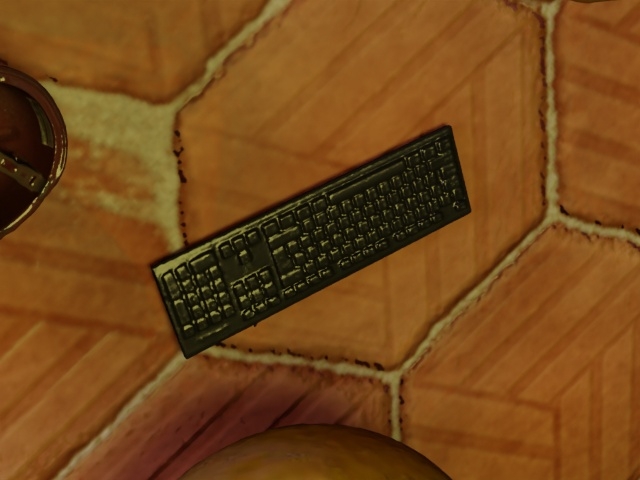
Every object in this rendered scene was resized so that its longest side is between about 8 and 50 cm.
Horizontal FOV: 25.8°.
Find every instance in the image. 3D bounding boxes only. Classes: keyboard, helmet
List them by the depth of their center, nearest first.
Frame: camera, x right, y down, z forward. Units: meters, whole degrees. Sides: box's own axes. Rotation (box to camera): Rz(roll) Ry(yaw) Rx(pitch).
[{"bbox_3d":[-0.183,-0.044,0.668,0.111,0.057,0.089,-32,127,-20],"label":"helmet"},{"bbox_3d":[0.000,0.000,0.822,0.202,0.011,0.067,-26,121,-18],"label":"keyboard"}]

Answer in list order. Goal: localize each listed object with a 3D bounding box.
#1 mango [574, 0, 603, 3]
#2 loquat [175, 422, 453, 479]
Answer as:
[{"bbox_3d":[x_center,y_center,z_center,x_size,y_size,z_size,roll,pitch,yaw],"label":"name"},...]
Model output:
[{"bbox_3d":[0.153,-0.227,0.758,0.130,0.092,0.195,3,106,-29],"label":"mango"},{"bbox_3d":[-0.003,0.220,0.801,0.244,0.244,0.244,-12,117,-25],"label":"loquat"}]
